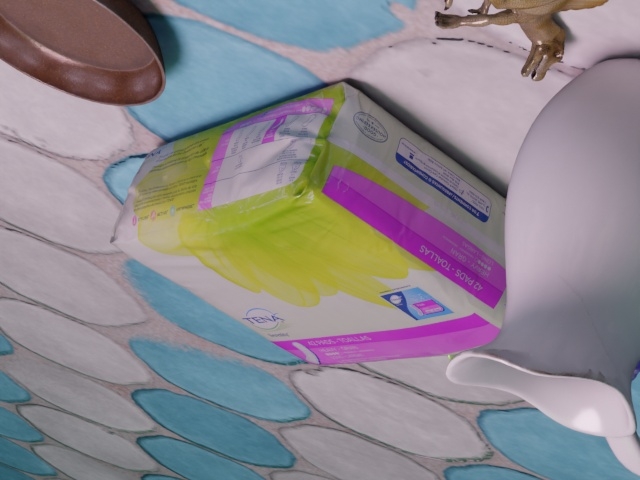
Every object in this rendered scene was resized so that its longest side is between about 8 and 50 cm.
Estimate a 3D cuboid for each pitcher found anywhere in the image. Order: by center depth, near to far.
[{"bbox_3d":[0.177,0.018,0.918,0.178,0.207,0.125,36,155,-31],"label":"pitcher"}]

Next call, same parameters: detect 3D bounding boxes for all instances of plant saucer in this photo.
[{"bbox_3d":[-0.181,-0.152,1.116,0.168,0.029,0.168,19,159,8],"label":"plant saucer"}]

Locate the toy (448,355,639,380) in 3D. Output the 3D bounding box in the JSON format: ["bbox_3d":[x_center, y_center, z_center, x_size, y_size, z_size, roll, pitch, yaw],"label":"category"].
[{"bbox_3d":[0.194,0.088,1.271,0.137,0.056,0.237,36,155,-34],"label":"toy"}]

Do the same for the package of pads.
[{"bbox_3d":[0.000,0.000,1.194,0.229,0.101,0.296,33,156,-25],"label":"package of pads"}]

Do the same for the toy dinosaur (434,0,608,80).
[{"bbox_3d":[0.113,-0.140,0.850,0.092,0.053,0.183,7,166,-3],"label":"toy dinosaur"}]
